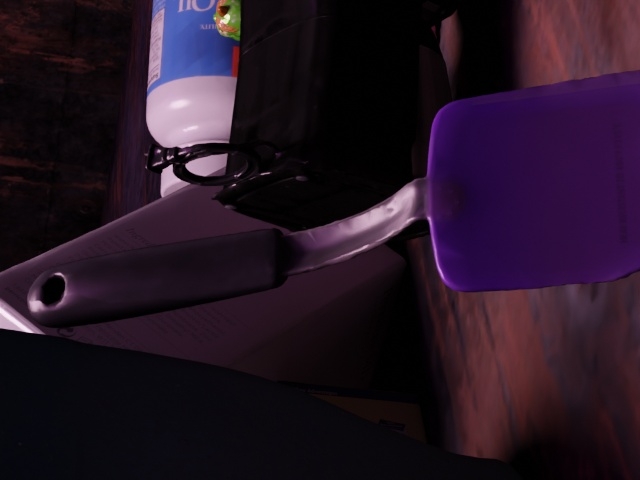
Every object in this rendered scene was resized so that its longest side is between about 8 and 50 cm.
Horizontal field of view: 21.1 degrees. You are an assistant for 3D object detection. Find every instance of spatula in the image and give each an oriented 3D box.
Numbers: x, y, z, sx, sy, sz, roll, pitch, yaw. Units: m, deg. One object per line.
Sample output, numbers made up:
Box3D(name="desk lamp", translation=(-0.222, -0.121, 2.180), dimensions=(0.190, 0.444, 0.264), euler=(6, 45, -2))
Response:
Box3D(name="spatula", translation=(0.000, 0.000, 0.691), dimensions=(0.296, 0.030, 0.084), euler=(-14, 64, 29))

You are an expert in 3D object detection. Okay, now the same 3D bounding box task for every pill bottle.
Box3D(name="pill bottle", translation=(-0.079, -0.138, 1.407), dimensions=(0.124, 0.124, 0.222), euler=(125, 148, -67))

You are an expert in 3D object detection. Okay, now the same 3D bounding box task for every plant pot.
Box3D(name="plant pot", translation=(-0.043, 0.180, 0.754), dimensions=(0.271, 0.255, 0.272), euler=(-174, 90, -78))

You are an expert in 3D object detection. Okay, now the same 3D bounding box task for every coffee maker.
Box3D(name="coffee maker", translation=(0.006, -0.104, 0.885), dimensions=(0.171, 0.120, 0.178), euler=(26, -119, -55))

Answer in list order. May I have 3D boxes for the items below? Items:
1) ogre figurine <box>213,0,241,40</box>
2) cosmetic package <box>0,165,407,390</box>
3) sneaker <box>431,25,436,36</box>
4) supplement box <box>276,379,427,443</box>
Box3D(name="ogre figurine", translation=(-0.020, -0.155, 1.225), dimensions=(0.118, 0.096, 0.197), euler=(52, -122, -81))
Box3D(name="cosmetic package", translation=(-0.086, 0.102, 1.028), dimensions=(0.138, 0.224, 0.224), euler=(34, 132, 25))
Box3D(name="sneaker", translation=(0.040, -0.087, 1.016), dimensions=(0.057, 0.047, 0.119), euler=(-84, 3, -76))
Box3D(name="supplement box", translation=(0.013, 0.127, 0.932), dimensions=(0.083, 0.083, 0.056), euler=(-98, 19, -52))
